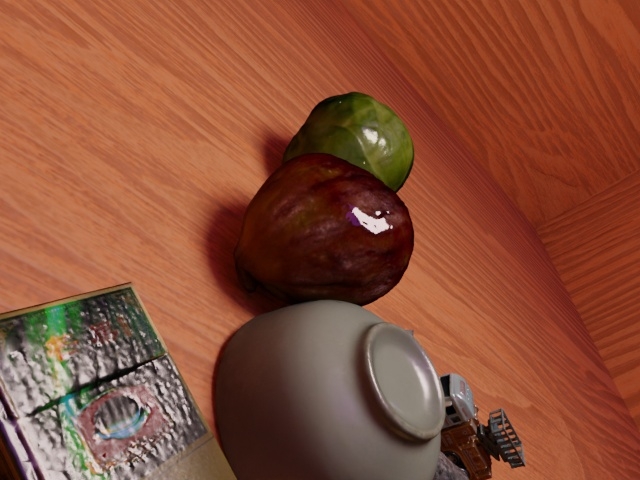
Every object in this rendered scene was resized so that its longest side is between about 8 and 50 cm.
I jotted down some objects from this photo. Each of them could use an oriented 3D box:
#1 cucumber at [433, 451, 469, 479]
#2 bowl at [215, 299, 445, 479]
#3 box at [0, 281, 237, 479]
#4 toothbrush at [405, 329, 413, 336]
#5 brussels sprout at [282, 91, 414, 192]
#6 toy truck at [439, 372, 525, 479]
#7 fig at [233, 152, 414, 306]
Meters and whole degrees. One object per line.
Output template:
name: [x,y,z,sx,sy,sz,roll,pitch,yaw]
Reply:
cucumber: [0.166,0.336,0.796,0.112,0.064,0.064,44,27,-30]
bowl: [0.042,0.178,0.626,0.289,0.146,0.289,33,36,-28]
box: [-0.160,0.159,0.418,0.240,0.071,0.159,59,27,7]
toothbrush: [0.137,0.231,0.860,0.017,0.014,0.195,70,21,-61]
brussels sprout: [0.052,-0.155,1.022,0.210,0.219,0.271,39,8,-13]
toy truck: [0.229,0.289,0.881,0.178,0.115,0.080,58,23,-15]
fig: [0.009,-0.007,0.767,0.263,0.224,0.224,-5,63,-61]
